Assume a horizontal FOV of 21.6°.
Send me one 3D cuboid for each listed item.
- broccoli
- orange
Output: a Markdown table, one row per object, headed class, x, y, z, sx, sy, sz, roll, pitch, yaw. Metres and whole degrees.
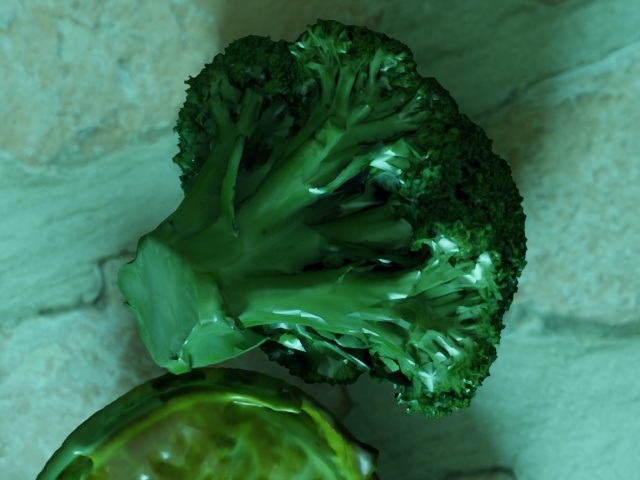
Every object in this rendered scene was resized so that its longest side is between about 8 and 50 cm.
| class | x | y | z | sx | sy | sz | roll | pitch | yaw |
| --- | --- | --- | --- | --- | --- | --- | --- | --- | --- |
| broccoli | 0.000 | 0.000 | 1.031 | 0.269 | 0.241 | 0.261 | 55 | 141 | 26 |
| orange | -0.058 | 0.251 | 1.129 | 0.262 | 0.196 | 0.334 | -38 | 101 | -12 |
